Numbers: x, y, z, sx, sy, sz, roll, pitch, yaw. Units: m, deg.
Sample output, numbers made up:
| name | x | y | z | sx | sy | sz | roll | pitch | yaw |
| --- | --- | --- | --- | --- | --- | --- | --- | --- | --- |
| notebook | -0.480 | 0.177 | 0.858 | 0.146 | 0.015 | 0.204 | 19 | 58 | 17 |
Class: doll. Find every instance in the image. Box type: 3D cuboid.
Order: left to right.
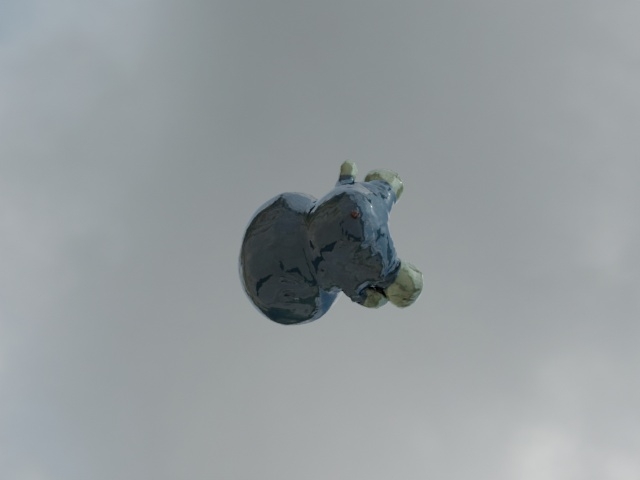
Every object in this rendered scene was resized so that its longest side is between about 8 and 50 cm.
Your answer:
| name | x | y | z | sx | sy | sz | roll | pitch | yaw |
| --- | --- | --- | --- | --- | --- | --- | --- | --- | --- |
| doll | 0.000 | 0.000 | 0.888 | 0.083 | 0.050 | 0.076 | -21 | -120 | 28 |
